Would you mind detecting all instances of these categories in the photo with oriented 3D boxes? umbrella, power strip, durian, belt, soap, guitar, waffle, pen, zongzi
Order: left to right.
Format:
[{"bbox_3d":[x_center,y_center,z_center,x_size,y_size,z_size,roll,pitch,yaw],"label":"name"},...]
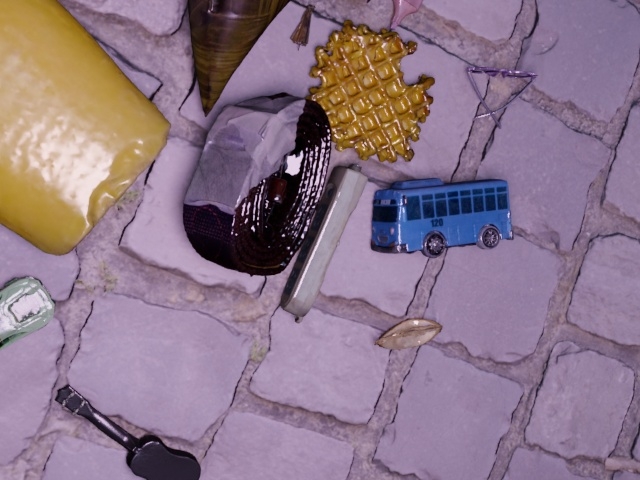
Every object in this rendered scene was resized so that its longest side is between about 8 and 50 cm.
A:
[{"bbox_3d":[-0.448,-0.202,1.072,0.306,0.115,0.427,-47,107,-6],"label":"soap"},{"bbox_3d":[-0.308,0.320,1.210,0.271,0.038,0.083,43,79,-18],"label":"guitar"},{"bbox_3d":[-0.103,-0.094,1.186,0.184,0.164,0.289,24,85,-47],"label":"belt"},{"bbox_3d":[-0.033,-0.429,1.186,0.404,0.208,0.431,-14,118,-28],"label":"zongzi"},{"bbox_3d":[-0.027,-0.354,1.262,0.032,0.020,0.083,15,89,19],"label":"umbrella"},{"bbox_3d":[0.002,0.002,1.274,0.048,0.080,0.285,23,89,-15],"label":"power strip"},{"bbox_3d":[0.088,-0.253,1.297,0.232,0.051,0.228,14,93,-20],"label":"waffle"},{"bbox_3d":[0.155,0.174,1.352,0.131,0.066,0.052,-12,98,-9],"label":"durian"},{"bbox_3d":[0.166,-0.451,1.316,0.053,0.032,0.197,28,84,-20],"label":"pen"}]

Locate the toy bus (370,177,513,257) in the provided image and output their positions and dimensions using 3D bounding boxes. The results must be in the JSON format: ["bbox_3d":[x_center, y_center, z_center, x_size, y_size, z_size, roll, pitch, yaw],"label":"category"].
[{"bbox_3d":[0.208,-0.043,1.325,0.234,0.116,0.133,-6,97,-21],"label":"toy bus"}]

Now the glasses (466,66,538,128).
[{"bbox_3d":[0.322,-0.258,1.374,0.140,0.062,0.103,4,95,-19],"label":"glasses"}]

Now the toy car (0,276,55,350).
[{"bbox_3d":[-0.483,0.129,1.119,0.186,0.058,0.093,-33,107,-15],"label":"toy car"}]
